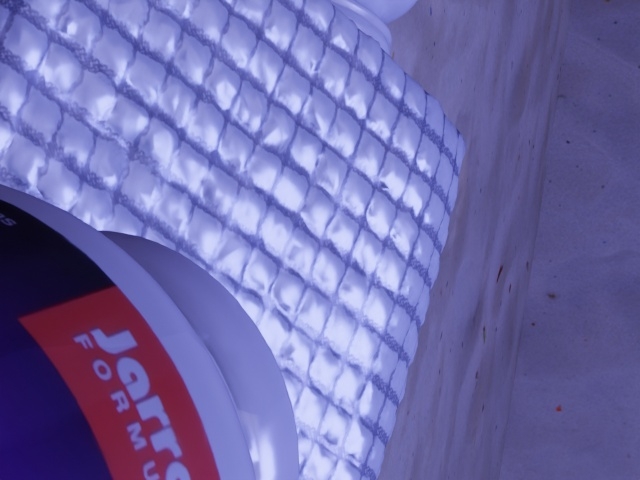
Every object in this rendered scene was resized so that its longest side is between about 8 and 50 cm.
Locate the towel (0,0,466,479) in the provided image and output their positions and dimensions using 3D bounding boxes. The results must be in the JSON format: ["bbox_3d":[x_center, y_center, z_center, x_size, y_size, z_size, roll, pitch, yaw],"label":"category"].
[{"bbox_3d":[-0.080,0.006,0.712,0.283,0.121,0.235,35,67,-44],"label":"towel"}]

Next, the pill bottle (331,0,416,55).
[{"bbox_3d":[-0.014,-0.202,0.959,0.161,0.161,0.283,53,46,-72],"label":"pill bottle"}]

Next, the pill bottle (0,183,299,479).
[{"bbox_3d":[-0.133,0.084,0.418,0.323,0.181,0.182,-21,119,-60],"label":"pill bottle"}]
